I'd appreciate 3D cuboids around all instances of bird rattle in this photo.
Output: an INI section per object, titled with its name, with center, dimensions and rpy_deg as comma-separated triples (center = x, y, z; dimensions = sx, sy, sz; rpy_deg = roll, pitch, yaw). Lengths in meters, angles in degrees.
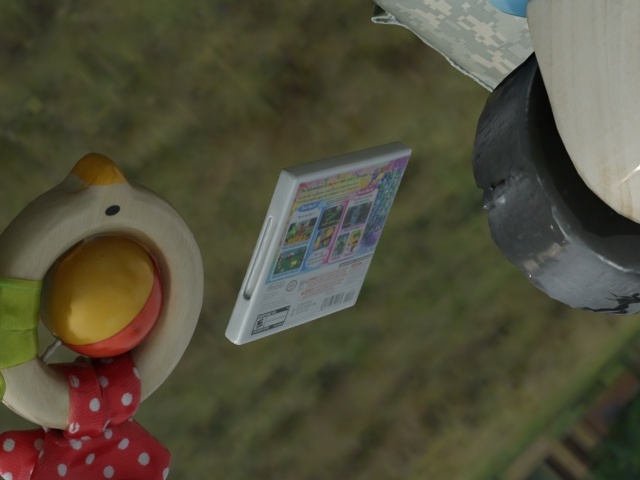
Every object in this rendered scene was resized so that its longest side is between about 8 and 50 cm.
[bird rattle]
center = -0.152, 0.063, 1.251
dimensions = 0.207, 0.253, 0.143
rpy_deg = -49, -146, -11

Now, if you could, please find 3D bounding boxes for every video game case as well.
[video game case]
center = 0.000, 0.000, 1.499
dimensions = 0.157, 0.019, 0.143
rpy_deg = -16, 132, -54

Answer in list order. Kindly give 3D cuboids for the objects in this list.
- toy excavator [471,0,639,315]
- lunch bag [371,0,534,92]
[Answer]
[toy excavator]
center = 0.235, -0.235, 0.722
dimensions = 0.433, 0.445, 0.222
rpy_deg = -10, 169, -20
[lunch bag]
center = 0.186, -0.176, 1.122
dimensions = 0.287, 0.235, 0.169
rpy_deg = -42, -158, 34
